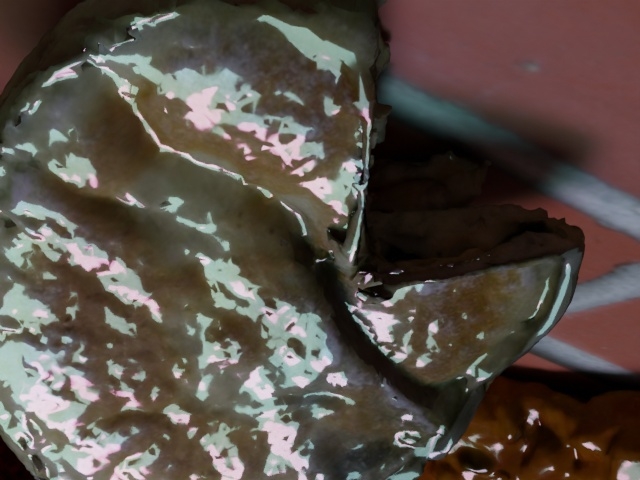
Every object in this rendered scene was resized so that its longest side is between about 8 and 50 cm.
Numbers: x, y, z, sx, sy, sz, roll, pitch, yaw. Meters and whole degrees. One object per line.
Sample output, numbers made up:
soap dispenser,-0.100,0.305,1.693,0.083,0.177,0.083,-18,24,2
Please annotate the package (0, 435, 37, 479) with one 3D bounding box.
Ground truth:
package,-0.123,0.085,0.716,0.194,0.071,0.269,41,-149,24

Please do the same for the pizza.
pizza,0.000,0.000,0.674,0.226,0.069,0.147,2,154,22

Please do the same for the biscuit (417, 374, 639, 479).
biscuit,0.211,0.213,1.029,0.312,0.110,0.318,3,156,24

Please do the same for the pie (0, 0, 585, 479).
pie,-0.038,0.026,0.566,0.338,0.075,0.337,-4,123,-6
